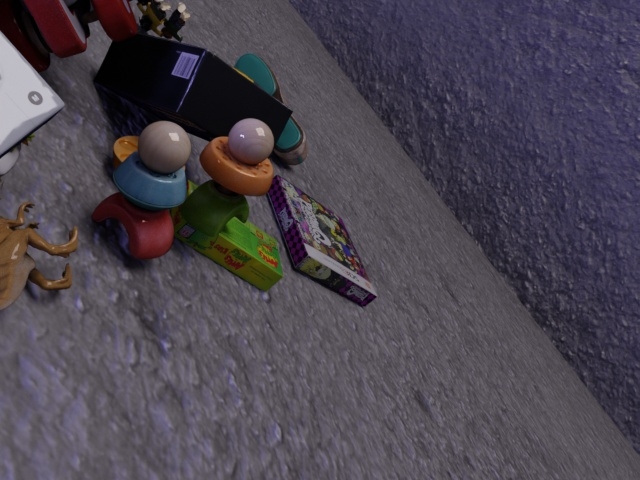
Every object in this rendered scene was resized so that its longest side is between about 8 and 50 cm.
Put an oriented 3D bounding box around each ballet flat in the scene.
[{"bbox_3d":[-0.117,-0.294,1.552,0.316,0.107,0.106,66,5,27],"label":"ballet flat"}]

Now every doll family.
[{"bbox_3d":[-0.352,-0.482,1.360,0.076,0.111,0.193,-36,98,-37],"label":"doll family"}]

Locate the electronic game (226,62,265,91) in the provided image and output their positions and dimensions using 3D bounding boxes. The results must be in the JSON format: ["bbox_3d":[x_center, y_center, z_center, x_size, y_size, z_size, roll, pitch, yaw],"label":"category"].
[{"bbox_3d":[-0.184,-0.302,1.404,0.229,0.048,0.229,29,33,-21],"label":"electronic game"}]

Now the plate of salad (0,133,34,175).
[{"bbox_3d":[-0.357,-0.168,0.710,0.200,0.048,0.200,-9,90,-87],"label":"plate of salad"}]

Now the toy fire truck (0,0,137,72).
[{"bbox_3d":[-0.373,-0.383,0.884,0.302,0.169,0.254,-111,180,-47],"label":"toy fire truck"}]

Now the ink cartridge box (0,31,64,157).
[{"bbox_3d":[-0.371,-0.137,0.560,0.224,0.045,0.223,49,50,-19],"label":"ink cartridge box"}]

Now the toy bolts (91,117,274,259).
[{"bbox_3d":[-0.186,-0.106,0.854,0.218,0.158,0.228,36,30,10],"label":"toy bolts"}]

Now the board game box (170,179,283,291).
[{"bbox_3d":[-0.139,-0.005,1.006,0.181,0.043,0.092,35,24,-33],"label":"board game box"}]

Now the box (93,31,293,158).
[{"bbox_3d":[-0.200,-0.224,1.039,0.261,0.103,0.184,26,2,43],"label":"box"}]

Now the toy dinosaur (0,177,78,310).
[{"bbox_3d":[-0.289,0.022,0.635,0.112,0.064,0.211,8,32,-36],"label":"toy dinosaur"}]

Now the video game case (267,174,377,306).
[{"bbox_3d":[0.000,0.000,1.301,0.210,0.042,0.232,33,25,-41],"label":"video game case"}]
